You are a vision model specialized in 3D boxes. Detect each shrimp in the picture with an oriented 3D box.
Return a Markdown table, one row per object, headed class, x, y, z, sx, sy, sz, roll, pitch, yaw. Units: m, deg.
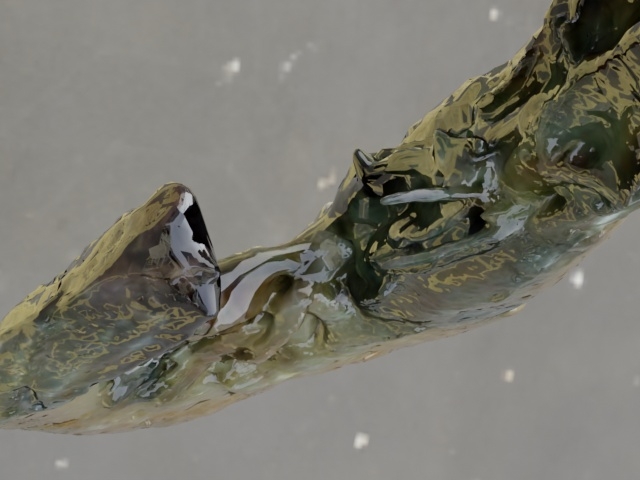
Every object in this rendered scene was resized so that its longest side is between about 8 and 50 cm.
| class | x | y | z | sx | sy | sz | roll | pitch | yaw |
| --- | --- | --- | --- | --- | --- | --- | --- | --- | --- |
| shrimp | 0.000 | 0.000 | 0.616 | 0.272 | 0.445 | 0.085 | -14 | 78 | -29 |
